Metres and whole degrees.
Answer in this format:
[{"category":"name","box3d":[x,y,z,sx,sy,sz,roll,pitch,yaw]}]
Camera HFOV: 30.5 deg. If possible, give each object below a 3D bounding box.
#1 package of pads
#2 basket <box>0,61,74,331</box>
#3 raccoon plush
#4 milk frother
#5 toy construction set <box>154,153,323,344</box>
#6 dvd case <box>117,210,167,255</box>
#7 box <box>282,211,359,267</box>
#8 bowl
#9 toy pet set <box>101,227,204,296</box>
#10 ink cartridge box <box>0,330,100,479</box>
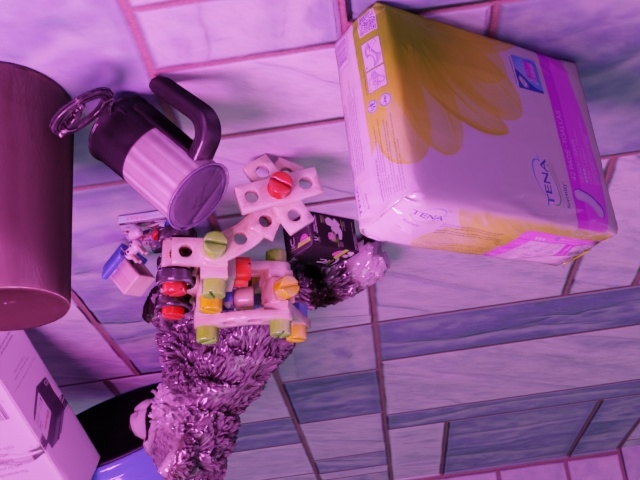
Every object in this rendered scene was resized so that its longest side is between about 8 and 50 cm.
[{"category":"package of pads","box3d":[0.160,-0.096,1.205,0.296,0.229,0.101,9,152,-34]},{"category":"basket","box3d":[-0.325,-0.033,1.200,0.154,0.227,0.204,-7,158,-1]},{"category":"raccoon plush","box3d":[-0.101,0.191,1.719,0.446,0.299,0.216,-24,152,34]},{"category":"milk frother","box3d":[-0.185,-0.089,1.193,0.143,0.134,0.129,-27,146,-41]},{"category":"toy construction set","box3d":[-0.100,0.033,1.482,0.215,0.151,0.328,2,145,-8]},{"category":"dvd case","box3d":[-0.217,-0.011,1.570,0.087,0.013,0.119,-8,157,0]},{"category":"box","box3d":[0.000,0.000,1.615,0.083,0.052,0.062,11,150,-36]},{"category":"bowl","box3d":[-0.353,0.361,2.085,0.391,0.077,0.391,-19,-168,4]},{"category":"toy pet set","box3d":[-0.232,0.015,1.560,0.114,0.065,0.122,-49,155,13]},{"category":"ink cartridge box","box3d":[-0.520,0.289,1.836,0.223,0.129,0.307,-16,117,17]}]
